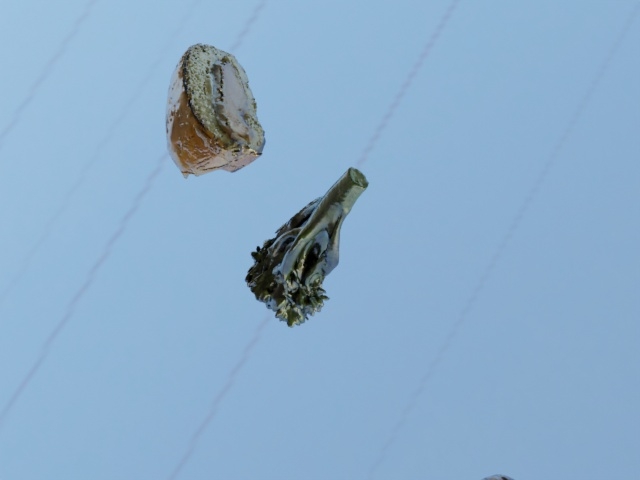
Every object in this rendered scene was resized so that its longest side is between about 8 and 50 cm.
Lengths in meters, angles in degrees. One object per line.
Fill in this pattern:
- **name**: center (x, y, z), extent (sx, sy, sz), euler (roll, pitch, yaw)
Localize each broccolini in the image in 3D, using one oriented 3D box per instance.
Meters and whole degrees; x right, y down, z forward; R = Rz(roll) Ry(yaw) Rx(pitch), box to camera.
- **broccolini**: center (-0.017, 0.001, 1.356), extent (0.068, 0.203, 0.091), euler (-12, -120, -22)

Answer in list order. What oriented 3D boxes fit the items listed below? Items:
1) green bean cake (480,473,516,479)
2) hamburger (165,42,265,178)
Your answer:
- **green bean cake**: center (0.122, 0.230, 1.028), extent (0.136, 0.056, 0.135), euler (-58, -153, -6)
- **hamburger**: center (-0.127, -0.121, 1.614), extent (0.102, 0.087, 0.176), euler (-46, -137, 27)
